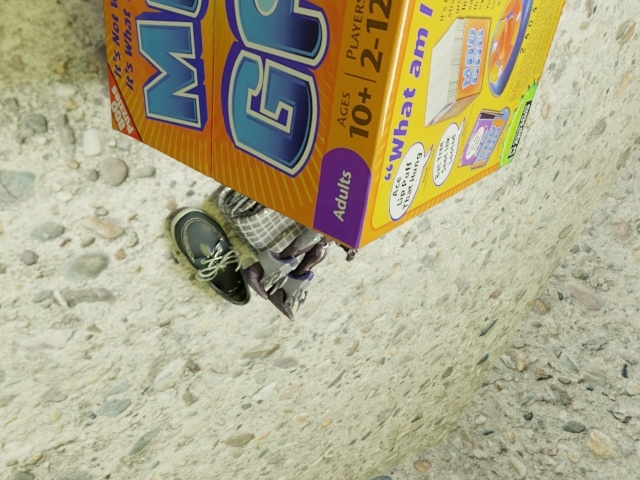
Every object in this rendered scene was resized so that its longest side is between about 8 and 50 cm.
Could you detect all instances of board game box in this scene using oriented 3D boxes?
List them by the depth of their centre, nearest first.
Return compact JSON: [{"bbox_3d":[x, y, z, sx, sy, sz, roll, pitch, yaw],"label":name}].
[{"bbox_3d":[0.026,-0.266,0.537,0.356,0.356,0.357,-27,134,-46],"label":"board game box"}]

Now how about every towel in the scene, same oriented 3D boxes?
[{"bbox_3d":[-0.031,-0.077,0.989,0.283,0.121,0.235,-41,143,-8],"label":"towel"}]

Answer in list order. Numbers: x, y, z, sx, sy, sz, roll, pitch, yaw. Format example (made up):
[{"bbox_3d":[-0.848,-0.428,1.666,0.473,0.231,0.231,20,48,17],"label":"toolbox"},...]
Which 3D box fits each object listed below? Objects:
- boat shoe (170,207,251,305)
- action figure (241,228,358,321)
[{"bbox_3d":[-0.198,0.041,0.964,0.095,0.079,0.255,-34,141,-16],"label":"boat shoe"},{"bbox_3d":[0.000,0.000,0.918,0.285,0.099,0.185,-47,140,-2],"label":"action figure"}]
